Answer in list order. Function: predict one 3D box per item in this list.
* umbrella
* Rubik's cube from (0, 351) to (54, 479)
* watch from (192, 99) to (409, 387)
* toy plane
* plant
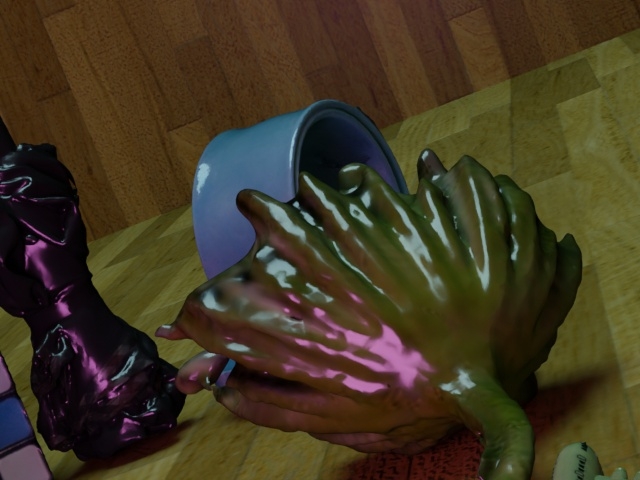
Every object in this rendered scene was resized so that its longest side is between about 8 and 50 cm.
[{"bbox_3d":[-0.195,0.033,1.404,0.122,0.272,0.110,-29,7,-35],"label":"umbrella"},{"bbox_3d":[-0.307,0.139,1.418,0.155,0.154,0.151,-26,9,-21],"label":"Rubik's cube"},{"bbox_3d":[0.000,0.000,1.377,0.211,0.193,0.211,-21,9,4],"label":"watch"},{"bbox_3d":[0.107,0.116,0.818,0.102,0.040,0.111,-18,7,19],"label":"toy plane"},{"bbox_3d":[0.069,0.097,1.019,0.251,0.180,0.333,-17,39,-14],"label":"plant"}]
